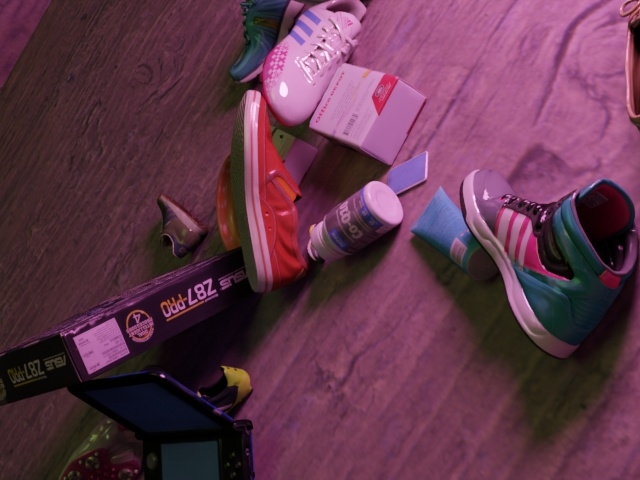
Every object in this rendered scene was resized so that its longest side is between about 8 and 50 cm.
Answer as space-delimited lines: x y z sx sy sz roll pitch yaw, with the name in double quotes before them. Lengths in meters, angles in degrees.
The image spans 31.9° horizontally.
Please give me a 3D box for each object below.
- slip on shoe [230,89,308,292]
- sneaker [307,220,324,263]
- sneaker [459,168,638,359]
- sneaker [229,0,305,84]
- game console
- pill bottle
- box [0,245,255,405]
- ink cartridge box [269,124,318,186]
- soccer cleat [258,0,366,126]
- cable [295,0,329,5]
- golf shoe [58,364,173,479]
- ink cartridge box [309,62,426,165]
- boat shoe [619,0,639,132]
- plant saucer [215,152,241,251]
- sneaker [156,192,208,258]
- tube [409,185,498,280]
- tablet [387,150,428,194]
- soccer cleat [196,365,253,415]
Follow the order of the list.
"slip on shoe" -0.085 -0.082 1.830 0.123 0.101 0.331 156 106 -73
"sneaker" 0.000 0.000 1.814 0.035 0.031 0.083 -37 41 33
"sneaker" 0.282 -0.023 1.353 0.178 0.124 0.295 -49 43 29
"sneaker" -0.119 -0.441 2.227 0.107 0.110 0.275 20 84 57
"game console" -0.252 0.334 1.728 0.293 0.173 0.250 -15 75 50
"pill bottle" 0.053 -0.026 1.716 0.137 0.078 0.078 -36 41 35
"box" -0.340 0.143 1.896 0.318 0.395 0.097 -17 98 46
"ink cartridge box" -0.076 -0.146 2.002 0.099 0.056 0.135 -62 33 2
"soccer cleat" -0.006 -0.325 1.926 0.143 0.116 0.331 -26 29 32
"cable" -0.006 -0.519 1.991 0.257 0.257 0.089 -17 59 47
"golf shoe" -0.357 0.348 2.002 0.306 0.115 0.140 -45 25 14
"ink cartridge box" 0.074 -0.208 1.825 0.127 0.072 0.175 -62 33 1
"boat shoe" 0.420 -0.243 1.358 0.104 0.089 0.285 -25 47 44
"plant saucer" -0.130 -0.061 1.974 0.200 0.037 0.200 9 100 61
"sneaker" -0.292 -0.026 2.203 0.086 0.064 0.192 -55 36 2
"tube" 0.184 -0.009 1.558 0.080 0.052 0.207 -52 29 7
"tablet" 0.134 -0.100 1.725 0.083 0.006 0.054 -26 47 41
"soccer cleat" -0.182 0.279 1.824 0.179 0.072 0.060 -56 33 10
